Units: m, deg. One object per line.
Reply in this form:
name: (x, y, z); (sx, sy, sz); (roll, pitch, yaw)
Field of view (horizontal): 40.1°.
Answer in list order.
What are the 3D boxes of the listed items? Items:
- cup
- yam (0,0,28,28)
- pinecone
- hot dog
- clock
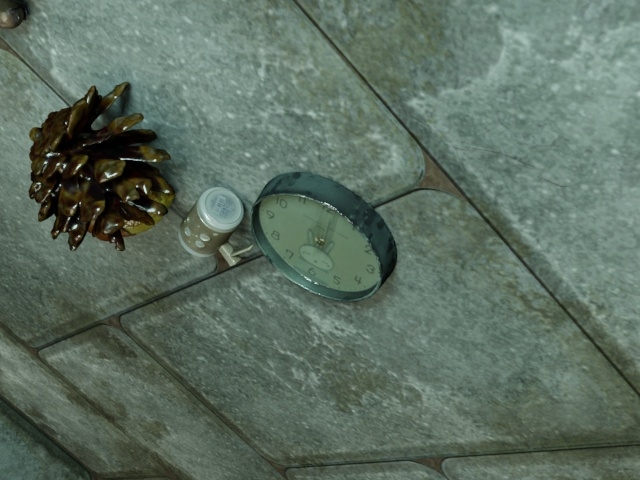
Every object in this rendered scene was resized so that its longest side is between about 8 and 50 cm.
cup: (-0.153, -0.015, 1.274); (0.099, 0.074, 0.102); (-45, 63, 54)
yam: (-0.517, -0.344, 1.220); (0.264, 0.046, 0.046); (22, 144, 20)
pinecone: (-0.300, -0.091, 1.205); (0.201, 0.202, 0.229); (48, 136, 6)
hot dog: (-0.342, -0.054, 1.384); (0.261, 0.093, 0.123); (-10, 127, 46)
clock: (0.000, 0.000, 1.210); (0.215, 0.042, 0.215); (22, 144, 18)
